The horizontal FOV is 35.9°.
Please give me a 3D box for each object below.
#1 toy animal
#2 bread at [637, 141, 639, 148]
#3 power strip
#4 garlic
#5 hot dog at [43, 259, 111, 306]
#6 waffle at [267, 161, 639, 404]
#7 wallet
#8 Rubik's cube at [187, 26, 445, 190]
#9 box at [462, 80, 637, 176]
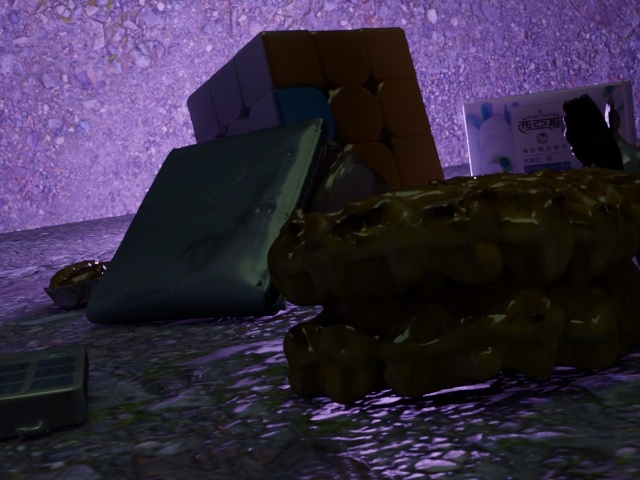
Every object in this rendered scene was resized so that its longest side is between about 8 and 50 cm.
[{"bbox_3d":[0.298,-0.043,0.930,0.160,0.197,0.272,-47,-23,-17],"label":"toy animal"},{"bbox_3d":[0.578,-0.088,1.312,0.315,0.279,0.248,30,-8,-29],"label":"bread"},{"bbox_3d":[-0.230,0.119,0.803,0.081,0.035,0.192,-9,7,-11],"label":"power strip"},{"bbox_3d":[-0.007,-0.021,1.246,0.214,0.191,0.160,-6,-37,44],"label":"garlic"},{"bbox_3d":[-0.322,0.055,1.376,0.099,0.053,0.192,-10,4,10],"label":"hot dog"},{"bbox_3d":[0.122,0.022,0.775,0.261,0.151,0.324,-7,7,36],"label":"waffle"},{"bbox_3d":[-0.125,-0.020,1.174,0.251,0.054,0.290,-6,46,29],"label":"wallet"},{"bbox_3d":[-0.014,-0.165,1.649,0.291,0.291,0.290,-10,-8,-32],"label":"Rubik's cube"},{"bbox_3d":[0.397,-0.154,1.688,0.274,0.203,0.116,-4,9,26],"label":"box"}]
